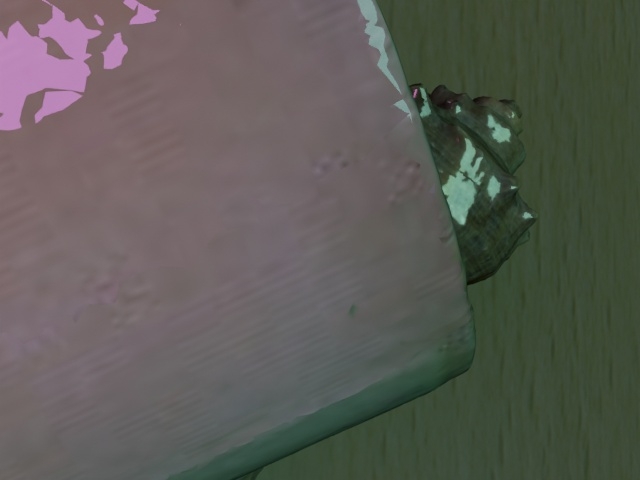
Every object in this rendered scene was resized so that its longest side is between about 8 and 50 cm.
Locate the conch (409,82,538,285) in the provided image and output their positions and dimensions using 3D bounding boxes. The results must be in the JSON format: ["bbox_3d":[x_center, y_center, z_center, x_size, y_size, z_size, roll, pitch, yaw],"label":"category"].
[{"bbox_3d":[0.000,0.000,0.756,0.245,0.163,0.178,-37,149,-12],"label":"conch"}]

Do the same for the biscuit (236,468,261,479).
[{"bbox_3d":[-0.054,0.113,0.649,0.250,0.032,0.133,-60,168,21],"label":"biscuit"}]

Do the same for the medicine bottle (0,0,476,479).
[{"bbox_3d":[-0.183,0.012,0.423,0.406,0.236,0.235,-23,110,-4],"label":"medicine bottle"}]
